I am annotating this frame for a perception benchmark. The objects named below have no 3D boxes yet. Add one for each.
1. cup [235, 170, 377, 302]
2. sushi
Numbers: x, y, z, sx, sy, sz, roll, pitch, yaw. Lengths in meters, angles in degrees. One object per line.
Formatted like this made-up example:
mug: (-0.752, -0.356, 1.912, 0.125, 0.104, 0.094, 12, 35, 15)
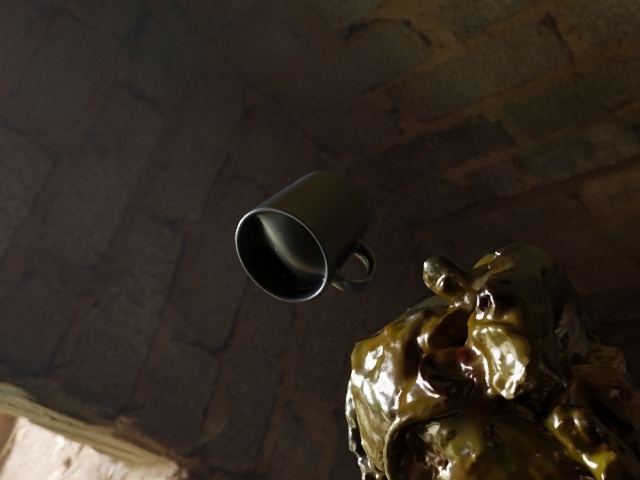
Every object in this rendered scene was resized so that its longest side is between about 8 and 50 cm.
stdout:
cup: (0.000, 0.000, 0.532, 0.077, 0.100, 0.078, -44, -18, -47)
sushi: (0.108, 0.115, 0.437, 0.200, 0.204, 0.213, 46, 114, 27)
